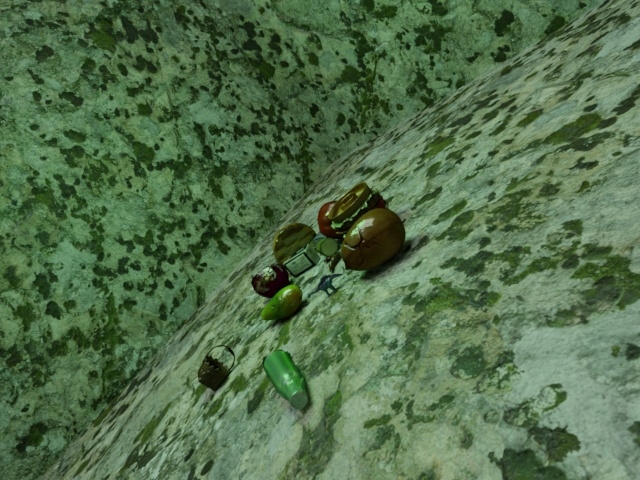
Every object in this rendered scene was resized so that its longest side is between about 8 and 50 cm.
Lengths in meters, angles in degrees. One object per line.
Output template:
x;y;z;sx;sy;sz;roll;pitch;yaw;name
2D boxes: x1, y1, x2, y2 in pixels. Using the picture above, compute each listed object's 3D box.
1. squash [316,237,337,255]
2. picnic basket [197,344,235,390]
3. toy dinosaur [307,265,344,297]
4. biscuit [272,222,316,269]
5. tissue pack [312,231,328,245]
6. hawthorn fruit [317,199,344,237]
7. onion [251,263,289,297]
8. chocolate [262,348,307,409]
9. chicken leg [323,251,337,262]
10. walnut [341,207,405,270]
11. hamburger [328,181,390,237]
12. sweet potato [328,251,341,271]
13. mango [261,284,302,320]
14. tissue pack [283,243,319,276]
0.015;0.039;2.338;0.094;0.094;0.224;-45;8;-14;squash
-0.447;0.539;1.966;0.178;0.128;0.138;-53;17;-6;picnic basket
0.029;0.182;1.866;0.197;0.080;0.045;-40;12;7;toy dinosaur
-0.154;0.018;2.507;0.274;0.213;0.091;-51;18;-11;biscuit
0.033;-0.037;2.523;0.112;0.051;0.156;-15;27;41;tissue pack
0.073;-0.098;2.328;0.205;0.205;0.253;-49;12;-27;hawthorn fruit
-0.245;0.224;2.380;0.195;0.140;0.218;-42;-22;-3;onion
-0.103;0.442;1.433;0.110;0.110;0.291;-44;17;-8;chocolate
0.048;0.084;2.217;0.083;0.021;0.036;-38;6;12;chicken leg
0.188;0.012;1.723;0.298;0.203;0.203;-49;12;19;walnut
0.186;-0.108;2.029;0.274;0.212;0.274;-42;15;14;hamburger
0.061;0.100;2.110;0.041;0.038;0.153;-60;2;41;sweet potato
-0.171;0.288;2.020;0.233;0.111;0.125;-39;10;17;mango
-0.098;0.105;2.371;0.170;0.103;0.090;-31;14;34;tissue pack
